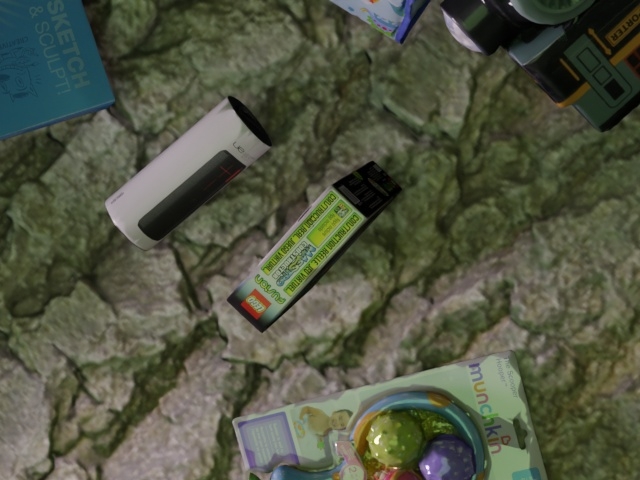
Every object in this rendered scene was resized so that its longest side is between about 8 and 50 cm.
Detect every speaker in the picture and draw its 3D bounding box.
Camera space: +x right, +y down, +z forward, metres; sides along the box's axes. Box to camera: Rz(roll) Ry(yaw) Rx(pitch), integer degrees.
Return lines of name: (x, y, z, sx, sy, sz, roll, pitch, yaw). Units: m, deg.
speaker: (-0.105, -0.054, 1.353, 0.136, 0.055, 0.055, -39, 90, 11)

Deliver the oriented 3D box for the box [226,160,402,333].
box: (0.000, 0.000, 1.265, 0.036, 0.207, 0.114, 43, 102, 2)

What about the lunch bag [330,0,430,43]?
lunch bag: (0.049, -0.248, 1.286, 0.129, 0.096, 0.151, 30, 72, 4)

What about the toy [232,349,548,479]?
toy: (0.056, 0.185, 1.356, 0.237, 0.056, 0.137, -14, 96, 11)

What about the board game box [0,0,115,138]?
board game box: (-0.324, -0.219, 1.318, 0.242, 0.064, 0.317, -20, 94, -13)

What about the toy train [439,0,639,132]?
toy train: (0.244, -0.235, 1.221, 0.334, 0.142, 0.190, -43, 125, 7)
